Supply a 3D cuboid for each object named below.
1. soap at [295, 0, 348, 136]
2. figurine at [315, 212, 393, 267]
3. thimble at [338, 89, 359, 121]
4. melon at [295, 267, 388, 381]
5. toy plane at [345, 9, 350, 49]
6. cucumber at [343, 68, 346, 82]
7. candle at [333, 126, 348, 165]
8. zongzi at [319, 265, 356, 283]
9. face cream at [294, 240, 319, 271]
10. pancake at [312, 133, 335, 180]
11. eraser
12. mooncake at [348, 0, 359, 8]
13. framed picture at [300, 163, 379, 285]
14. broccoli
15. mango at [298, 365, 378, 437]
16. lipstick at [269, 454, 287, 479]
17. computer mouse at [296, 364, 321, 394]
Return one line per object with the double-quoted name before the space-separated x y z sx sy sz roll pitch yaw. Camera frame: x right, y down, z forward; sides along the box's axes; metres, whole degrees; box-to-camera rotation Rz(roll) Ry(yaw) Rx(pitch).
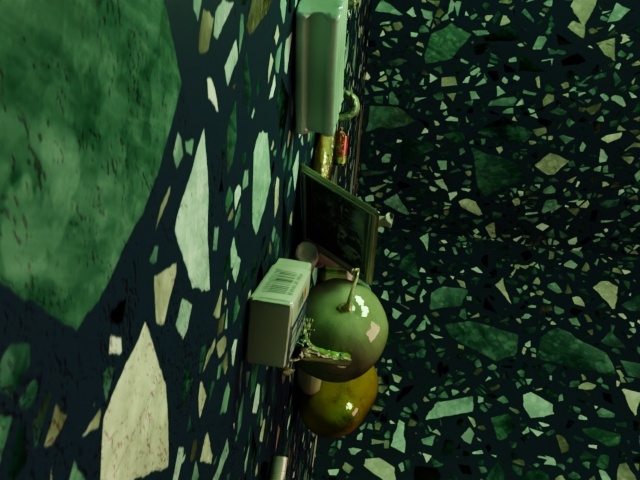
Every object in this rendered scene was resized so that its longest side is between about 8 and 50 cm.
"soap" 0.000 -0.364 1.500 0.159 0.088 0.265 -77 172 -47
"figurine" 0.052 -0.027 1.970 0.287 0.186 0.176 -9 -129 60
"thimble" 0.046 -0.348 1.933 0.062 0.110 0.084 -42 116 -77
"melon" 0.042 0.230 1.869 0.308 0.272 0.271 62 35 -69
"toy plane" 0.037 -0.535 1.829 0.162 0.066 0.171 -107 -163 -75
"cucumber" 0.026 -0.419 1.859 0.227 0.069 0.069 -30 127 -79
"candle" 0.068 -0.319 2.509 0.052 0.052 0.130 -65 161 -73
"zongzi" 0.076 0.067 2.642 0.288 0.134 0.285 20 80 -84
"face cream" -0.039 0.062 1.874 0.243 0.058 0.092 101 -7 -74
"pancake" -0.003 -0.190 2.029 0.244 0.057 0.265 117 -15 -80
"eraser" -0.073 0.128 1.399 0.279 0.081 0.124 -63 160 -75
"mooncake" 0.079 -0.689 2.014 0.125 0.073 0.129 -70 168 -75
"framed picture" 0.037 -0.028 1.786 0.019 0.232 0.296 -44 154 -27
"broccoli" -0.016 0.249 1.675 0.118 0.204 0.122 -23 -128 43
"mango" 0.054 0.486 2.344 0.221 0.264 0.378 57 13 -14
"lipstick" -0.112 0.615 1.872 0.040 0.040 0.141 82 16 -71
"computer mouse" -0.025 0.340 2.204 0.145 0.082 0.236 -70 167 -68
